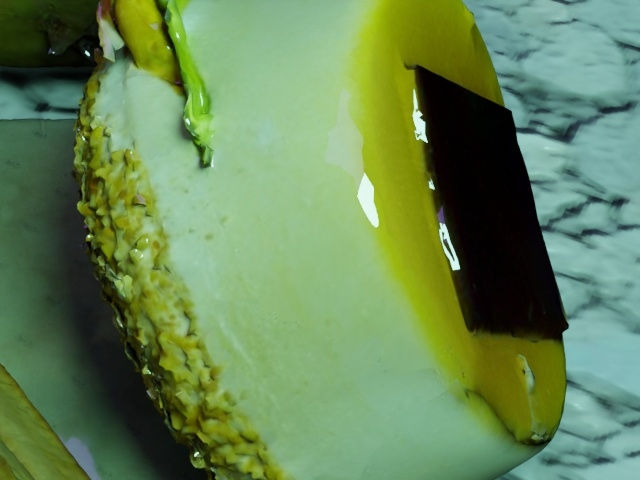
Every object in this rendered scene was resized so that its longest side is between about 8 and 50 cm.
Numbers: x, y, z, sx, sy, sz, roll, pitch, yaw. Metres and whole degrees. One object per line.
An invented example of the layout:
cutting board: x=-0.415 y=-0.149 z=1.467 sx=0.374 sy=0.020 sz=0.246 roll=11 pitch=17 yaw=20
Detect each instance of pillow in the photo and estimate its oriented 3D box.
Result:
pillow: x=-0.129 y=0.044 z=0.922 sx=0.185 sy=0.075 sz=0.302 roll=1 pitch=53 yaw=-3

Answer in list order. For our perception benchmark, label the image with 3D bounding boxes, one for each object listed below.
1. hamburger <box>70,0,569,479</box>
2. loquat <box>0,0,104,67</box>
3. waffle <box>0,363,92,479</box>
hamburger: x=0.000 y=0.000 z=0.834 sx=0.179 sy=0.276 sz=0.294 roll=-17 pitch=83 yaw=22
loquat: x=-0.144 y=-0.194 z=1.040 sx=0.213 sy=0.213 sz=0.213 roll=0 pitch=51 yaw=0
waffle: x=-0.203 y=0.146 z=0.737 sx=0.213 sy=0.091 sz=0.308 roll=-48 pitch=43 yaw=2
